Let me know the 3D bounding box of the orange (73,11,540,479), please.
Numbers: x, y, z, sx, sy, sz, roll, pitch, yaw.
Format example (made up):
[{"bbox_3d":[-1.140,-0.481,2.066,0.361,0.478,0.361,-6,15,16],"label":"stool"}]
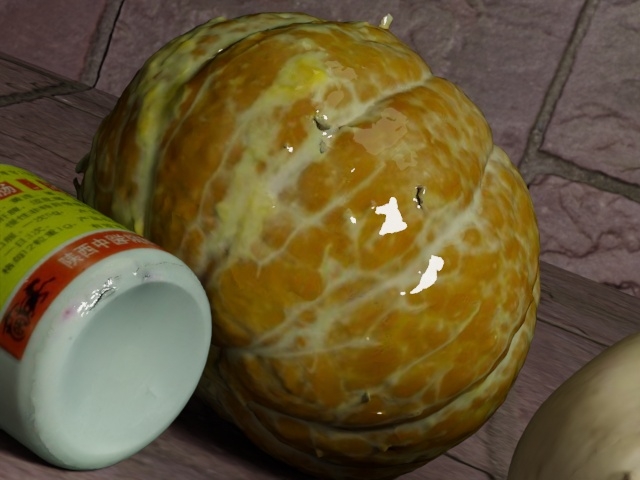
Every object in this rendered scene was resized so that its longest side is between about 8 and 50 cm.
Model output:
[{"bbox_3d":[0.000,0.000,1.209,0.329,0.249,0.329,37,-19,15],"label":"orange"}]

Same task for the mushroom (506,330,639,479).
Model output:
[{"bbox_3d":[0.259,0.130,0.873,0.314,0.336,0.314,45,2,-2],"label":"mushroom"}]

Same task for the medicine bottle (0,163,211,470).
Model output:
[{"bbox_3d":[-0.184,0.032,1.106,0.225,0.139,0.139,27,11,38],"label":"medicine bottle"}]
